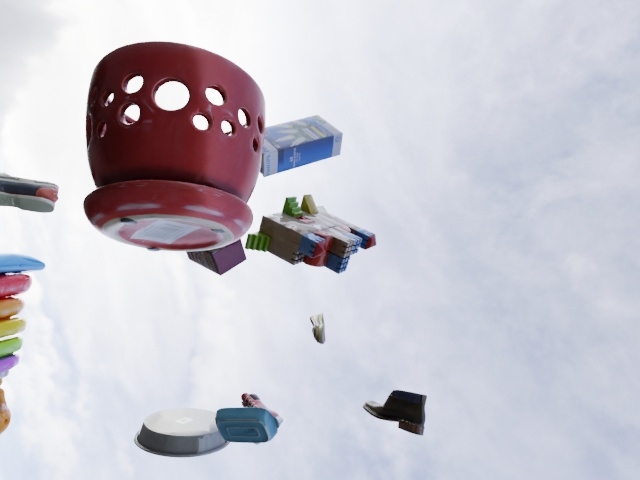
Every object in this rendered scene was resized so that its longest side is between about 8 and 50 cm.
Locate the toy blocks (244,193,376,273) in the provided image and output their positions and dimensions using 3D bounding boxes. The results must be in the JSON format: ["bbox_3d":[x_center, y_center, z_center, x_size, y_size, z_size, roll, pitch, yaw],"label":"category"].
[{"bbox_3d":[0.000,0.000,1.327,0.261,0.381,0.191,26,-69,25],"label":"toy blocks"}]

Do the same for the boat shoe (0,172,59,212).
[{"bbox_3d":[-0.449,-0.075,0.621,0.049,0.137,0.043,-42,-136,49],"label":"boat shoe"}]

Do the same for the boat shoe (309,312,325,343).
[{"bbox_3d":[-0.011,0.282,1.400,0.048,0.153,0.056,-8,-67,2],"label":"boat shoe"}]

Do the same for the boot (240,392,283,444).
[{"bbox_3d":[-0.243,0.626,1.574,0.176,0.244,0.088,39,-92,16],"label":"boot"}]

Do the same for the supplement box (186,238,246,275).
[{"bbox_3d":[-0.328,0.027,1.346,0.188,0.104,0.081,18,-49,43],"label":"supplement box"}]

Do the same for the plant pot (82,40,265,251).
[{"bbox_3d":[-0.155,-0.085,0.484,0.191,0.191,0.174,-16,-109,39],"label":"plant pot"}]

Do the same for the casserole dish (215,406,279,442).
[{"bbox_3d":[-0.204,0.505,1.187,0.188,0.037,0.114,-7,-63,15],"label":"casserole dish"}]

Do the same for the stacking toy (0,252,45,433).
[{"bbox_3d":[-0.571,0.180,0.743,0.165,0.175,0.302,-9,-92,0],"label":"stacking toy"}]

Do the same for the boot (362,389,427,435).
[{"bbox_3d":[0.217,0.474,1.270,0.219,0.082,0.106,3,-107,49],"label":"boot"}]

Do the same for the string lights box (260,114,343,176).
[{"bbox_3d":[-0.080,-0.272,1.242,0.133,0.259,0.077,45,-37,35],"label":"string lights box"}]

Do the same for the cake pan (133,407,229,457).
[{"bbox_3d":[-0.424,0.590,1.371,0.293,0.293,0.054,2,-95,39],"label":"cake pan"}]
